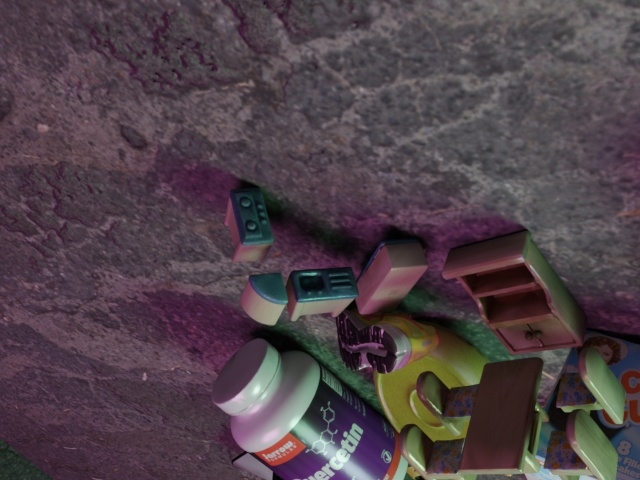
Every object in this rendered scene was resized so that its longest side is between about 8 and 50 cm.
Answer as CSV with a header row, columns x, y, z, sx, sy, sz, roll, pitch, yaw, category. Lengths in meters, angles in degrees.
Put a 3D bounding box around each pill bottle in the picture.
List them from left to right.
x,y,z,sx,sy,sz,roll,pitch,yaw,category
-0.018,0.305,1.176,0.323,0.182,0.181,43,139,-21,pill bottle

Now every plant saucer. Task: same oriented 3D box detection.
x,y,z,sx,sy,sz,roll,pitch,yaw,category
0.162,0.228,1.020,0.240,0.037,0.241,24,128,34,plant saucer

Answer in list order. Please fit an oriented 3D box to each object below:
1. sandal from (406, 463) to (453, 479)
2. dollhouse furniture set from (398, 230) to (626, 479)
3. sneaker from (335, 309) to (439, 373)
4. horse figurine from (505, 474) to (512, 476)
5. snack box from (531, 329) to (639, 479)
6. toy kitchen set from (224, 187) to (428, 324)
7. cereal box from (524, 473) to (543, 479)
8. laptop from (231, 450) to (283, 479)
x,y,z,sx,sy,sz,roll,pitch,yaw,category
0.189,0.408,1.285,0.180,0.049,0.072,23,142,4,sandal
0.201,0.137,0.804,0.212,0.242,0.161,-18,125,42,dollhouse furniture set
0.087,0.133,0.980,0.208,0.094,0.082,-170,71,-67,sneaker
0.226,0.296,1.099,0.174,0.066,0.263,42,155,19,horse figurine
0.410,0.225,0.781,0.321,0.187,0.060,15,143,34,snack box
0.000,0.000,0.911,0.207,0.166,0.122,-4,150,-22,toy kitchen set
0.401,0.355,1.101,0.172,0.047,0.240,-2,133,33,cereal box
0.028,0.552,1.370,0.381,0.236,0.408,29,143,-11,laptop
